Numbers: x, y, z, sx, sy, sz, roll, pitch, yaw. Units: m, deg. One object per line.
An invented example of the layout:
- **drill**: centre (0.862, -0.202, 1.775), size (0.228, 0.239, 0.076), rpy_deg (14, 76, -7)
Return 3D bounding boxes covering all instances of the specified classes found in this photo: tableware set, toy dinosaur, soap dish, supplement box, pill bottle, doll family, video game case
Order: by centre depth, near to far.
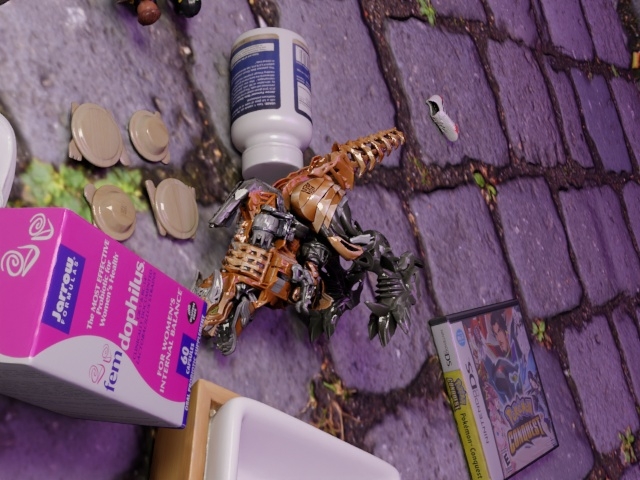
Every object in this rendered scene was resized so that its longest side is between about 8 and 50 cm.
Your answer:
- **supplement box**: centre (-0.187, 0.065, 0.721), size (0.220, 0.114, 0.111), rpy_deg (45, 50, -61)
- **soap dish**: centre (-0.042, 0.283, 0.890), size (0.291, 0.118, 0.229), rpy_deg (34, 48, -43)
- **tableware set**: centre (-0.183, -0.066, 0.947), size (0.168, 0.020, 0.141), rpy_deg (-6, 81, -58)
- **toy dinosaur**: centre (0.000, 0.000, 1.023), size (0.322, 0.164, 0.218), rpy_deg (-43, 113, -7)
- **doll family**: centre (-0.174, -0.281, 1.023), size (0.193, 0.076, 0.111), rpy_deg (-25, 100, -52)
- **pill bottle**: centre (-0.057, -0.150, 1.104), size (0.094, 0.094, 0.169), rpy_deg (26, 54, -48)
- **video game case**: centre (0.270, 0.222, 1.453), size (0.275, 0.035, 0.248), rpy_deg (-4, 78, -56)

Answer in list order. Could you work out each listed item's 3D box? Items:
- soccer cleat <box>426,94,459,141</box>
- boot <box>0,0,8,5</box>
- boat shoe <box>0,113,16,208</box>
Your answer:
- **soccer cleat**: centre (0.197, -0.197, 1.564), size (0.035, 0.029, 0.083), rpy_deg (-26, 93, -48)
- **boot**: centre (-0.338, -0.308, 0.707), size (0.263, 0.091, 0.229), rpy_deg (13, 63, -55)
- **boat shoe**: centre (-0.276, -0.023, 0.736), size (0.083, 0.075, 0.226), rpy_deg (44, 42, -36)
